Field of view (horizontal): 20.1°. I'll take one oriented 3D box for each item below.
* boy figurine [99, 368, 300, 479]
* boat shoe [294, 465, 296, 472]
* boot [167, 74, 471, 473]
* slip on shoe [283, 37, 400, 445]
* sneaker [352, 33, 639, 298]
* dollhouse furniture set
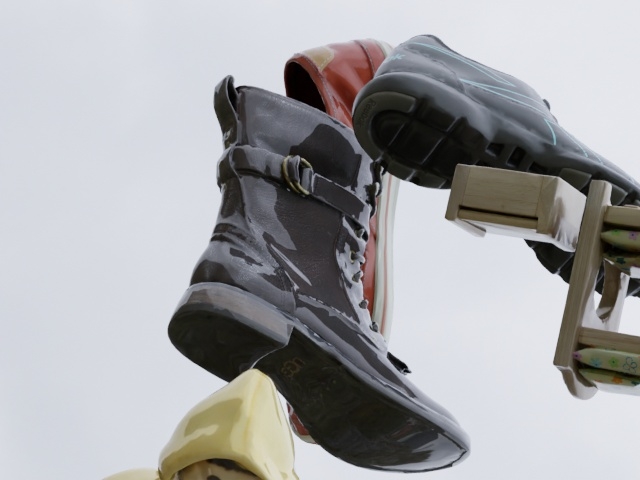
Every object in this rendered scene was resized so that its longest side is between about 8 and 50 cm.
[{"bbox_3d":[-0.079,0.204,1.056,0.177,0.092,0.285,27,-63,-6],"label":"boy figurine"},{"bbox_3d":[-0.038,0.249,1.657,0.083,0.076,0.226,21,-50,51],"label":"boat shoe"},{"bbox_3d":[0.017,0.019,1.272,0.263,0.229,0.091,34,-43,-22],"label":"boot"},{"bbox_3d":[0.000,0.000,1.457,0.123,0.101,0.331,17,-77,63],"label":"slip on shoe"},{"bbox_3d":[0.154,-0.059,1.270,0.267,0.106,0.101,32,-48,-6],"label":"sneaker"},{"bbox_3d":[0.169,0.040,0.904,0.182,0.161,0.101,9,-99,30],"label":"dollhouse furniture set"}]
